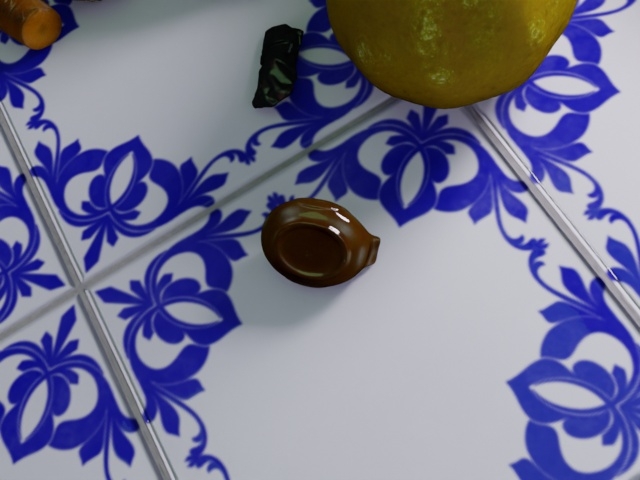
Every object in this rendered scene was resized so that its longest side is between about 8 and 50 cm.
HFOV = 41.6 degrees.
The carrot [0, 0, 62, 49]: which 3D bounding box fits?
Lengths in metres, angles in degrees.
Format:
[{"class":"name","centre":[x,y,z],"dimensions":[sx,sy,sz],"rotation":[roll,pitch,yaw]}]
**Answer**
[{"class":"carrot","centre":[-0.433,-0.333,1.144],"dimensions":[0.087,0.087,0.193],"rotation":[-39,69,-5]}]

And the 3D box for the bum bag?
[{"class":"bum bag","centre":[-0.052,-0.215,1.038],"dimensions":[0.057,0.034,0.125],"rotation":[-6,66,25]}]

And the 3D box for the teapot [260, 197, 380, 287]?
[{"class":"teapot","centre":[0.000,0.000,0.921],"dimensions":[0.129,0.078,0.098],"rotation":[11,111,6]}]

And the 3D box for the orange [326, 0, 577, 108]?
[{"class":"orange","centre":[0.138,-0.284,0.916],"dimensions":[0.279,0.235,0.279],"rotation":[-7,59,12]}]
